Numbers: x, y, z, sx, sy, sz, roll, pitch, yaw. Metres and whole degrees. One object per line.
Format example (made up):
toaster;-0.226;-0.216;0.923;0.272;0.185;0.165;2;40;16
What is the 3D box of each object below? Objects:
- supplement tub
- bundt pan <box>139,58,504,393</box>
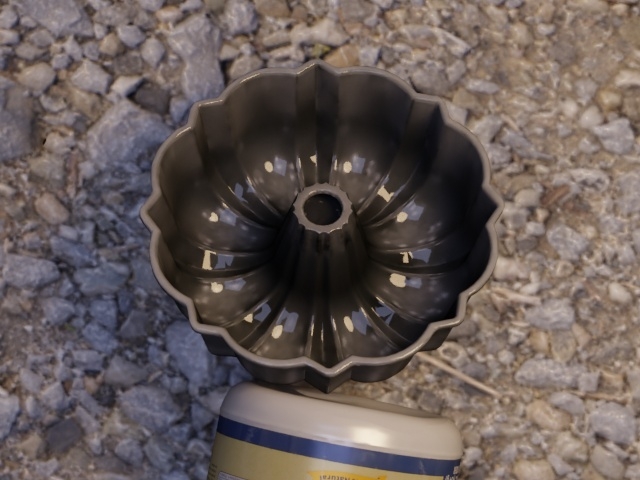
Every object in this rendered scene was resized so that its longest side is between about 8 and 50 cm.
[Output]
supplement tub;-0.004;0.301;1.473;0.228;0.228;0.316;10;88;6
bundt pan;0.000;0.000;1.504;0.331;0.124;0.330;1;60;-2
